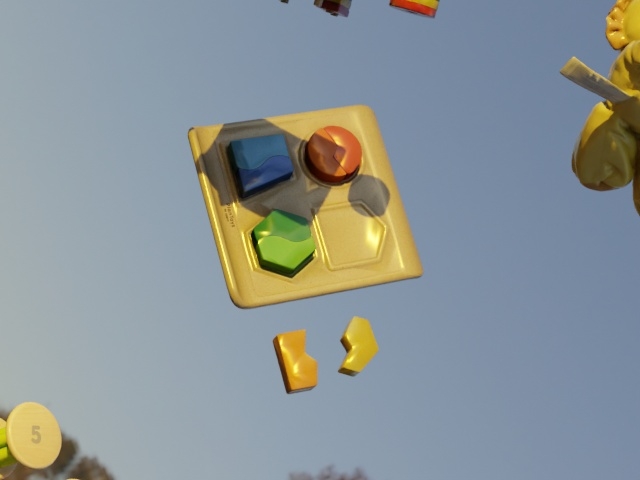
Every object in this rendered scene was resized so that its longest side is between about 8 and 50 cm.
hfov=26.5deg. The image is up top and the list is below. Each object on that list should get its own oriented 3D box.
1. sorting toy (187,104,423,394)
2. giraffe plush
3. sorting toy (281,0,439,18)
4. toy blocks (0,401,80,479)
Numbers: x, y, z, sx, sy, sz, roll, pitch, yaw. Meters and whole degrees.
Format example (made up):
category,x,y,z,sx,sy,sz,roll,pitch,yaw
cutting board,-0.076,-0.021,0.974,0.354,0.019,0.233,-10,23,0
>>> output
category,x,y,z,sx,sy,sz,roll,pitch,yaw
sorting toy,0.000,0.000,1.447,0.041,0.229,0.307,129,-51,-60
giraffe plush,0.299,-0.143,1.176,0.181,0.170,0.210,-26,-58,40
sorting toy,-0.031,-0.246,1.259,0.132,0.275,0.046,-12,119,-78
toy blocks,-0.258,0.201,1.080,0.148,0.054,0.123,-22,-82,33
